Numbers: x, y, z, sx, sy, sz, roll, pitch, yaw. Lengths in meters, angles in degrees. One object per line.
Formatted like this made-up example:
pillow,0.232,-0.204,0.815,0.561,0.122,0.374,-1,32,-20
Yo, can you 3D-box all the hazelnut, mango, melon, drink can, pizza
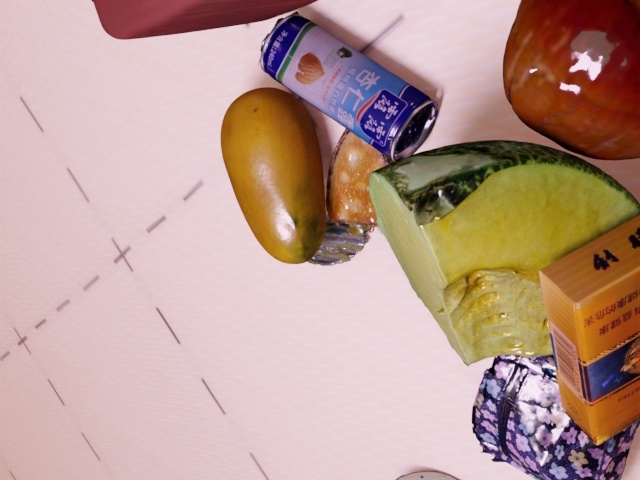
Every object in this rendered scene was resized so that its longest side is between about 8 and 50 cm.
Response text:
hazelnut,0.288,-0.172,0.833,0.229,0.229,0.229,24,131,32
mango,-0.063,-0.092,1.263,0.139,0.175,0.254,-11,94,2
melon,0.195,0.005,0.949,0.331,0.226,0.343,11,146,30
drink can,0.034,-0.202,1.150,0.235,0.097,0.097,38,137,22
pizza,0.092,-0.066,1.217,0.195,0.052,0.185,36,131,28

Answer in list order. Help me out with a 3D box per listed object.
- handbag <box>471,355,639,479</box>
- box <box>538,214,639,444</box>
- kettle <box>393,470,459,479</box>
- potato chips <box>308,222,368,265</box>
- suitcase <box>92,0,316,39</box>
handbag,0.301,0.234,1.151,0.208,0.127,0.228,30,134,36
box,0.322,0.094,0.922,0.070,0.152,0.237,53,169,47
kettle,0.168,0.510,1.467,0.210,0.160,0.243,37,146,49
potato chips,0.000,0.000,1.370,0.208,0.028,0.091,13,125,41
suitcase,-0.118,-0.347,1.051,0.236,0.297,0.161,-7,102,46
